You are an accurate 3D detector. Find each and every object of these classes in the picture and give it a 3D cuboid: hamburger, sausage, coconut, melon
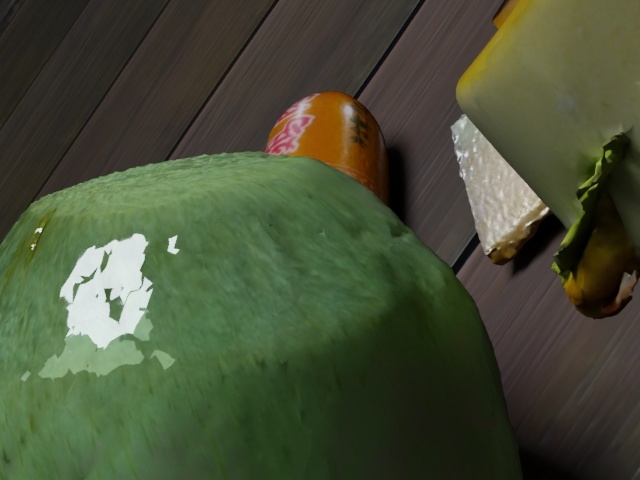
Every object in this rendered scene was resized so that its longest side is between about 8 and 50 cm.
[{"bbox_3d":[0.194,-0.111,0.810,0.294,0.179,0.276,-59,-5,36],"label":"hamburger"},{"bbox_3d":[0.000,0.000,1.171,0.093,0.093,0.312,-39,29,31],"label":"sausage"},{"bbox_3d":[-0.048,0.121,0.899,0.281,0.328,0.328,-21,-7,-46],"label":"coconut"},{"bbox_3d":[0.155,-0.072,1.033,0.182,0.054,0.098,-41,34,29],"label":"melon"}]
